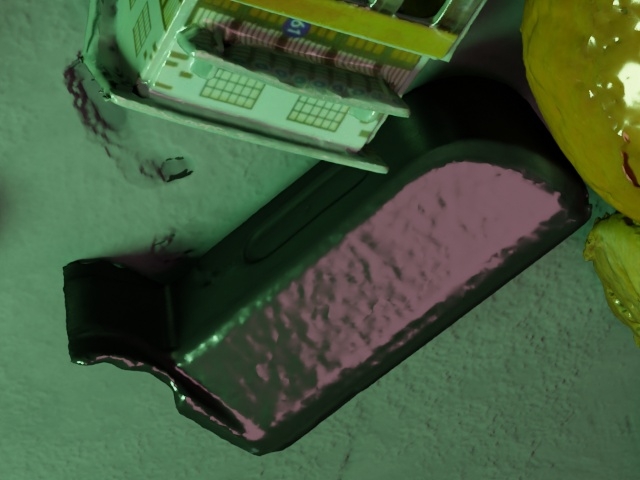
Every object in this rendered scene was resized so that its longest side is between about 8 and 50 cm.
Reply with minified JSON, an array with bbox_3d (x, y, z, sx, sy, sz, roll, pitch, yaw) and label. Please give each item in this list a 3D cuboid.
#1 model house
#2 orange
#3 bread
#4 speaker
[{"bbox_3d":[-0.028,-0.174,1.107,0.224,0.198,0.215,11,133,-26],"label":"model house"},{"bbox_3d":[0.320,-0.164,1.169,0.340,0.293,0.341,0,111,0],"label":"orange"},{"bbox_3d":[0.327,0.023,1.406,0.160,0.147,0.260,-41,131,2],"label":"bread"},{"bbox_3d":[0.000,0.000,1.260,0.388,0.180,0.184,-38,122,11],"label":"speaker"}]
